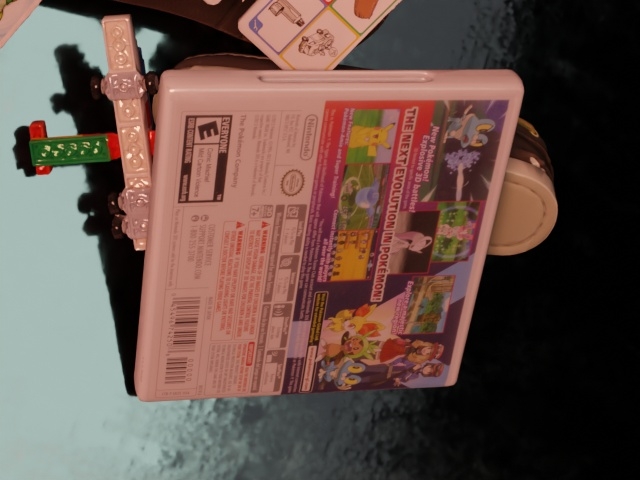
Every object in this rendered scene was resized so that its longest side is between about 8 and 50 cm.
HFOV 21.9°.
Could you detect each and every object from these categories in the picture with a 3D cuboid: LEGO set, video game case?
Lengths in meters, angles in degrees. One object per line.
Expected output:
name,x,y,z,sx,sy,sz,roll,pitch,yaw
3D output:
LEGO set,-0.100,-0.107,0.838,0.182,0.060,0.244,41,109,-11
video game case,0.000,0.000,0.866,0.183,0.023,0.201,-1,126,-15

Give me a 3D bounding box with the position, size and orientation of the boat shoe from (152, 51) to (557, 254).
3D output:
boat shoe,0.020,-0.056,0.912,0.228,0.068,0.081,18,130,-9

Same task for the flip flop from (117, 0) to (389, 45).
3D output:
flip flop,-0.085,-0.183,0.866,0.277,0.080,0.112,18,125,-22
